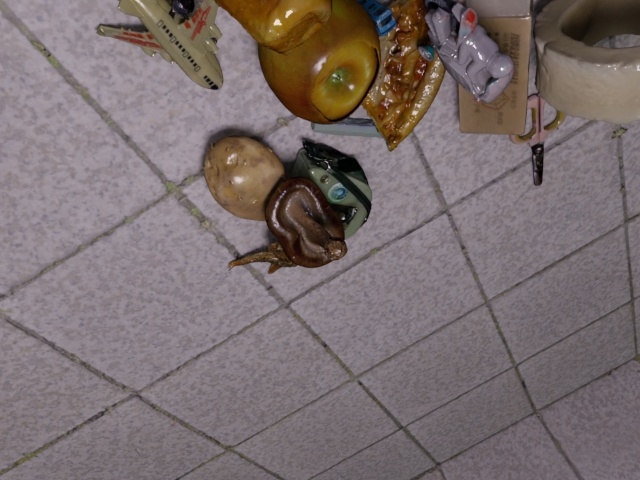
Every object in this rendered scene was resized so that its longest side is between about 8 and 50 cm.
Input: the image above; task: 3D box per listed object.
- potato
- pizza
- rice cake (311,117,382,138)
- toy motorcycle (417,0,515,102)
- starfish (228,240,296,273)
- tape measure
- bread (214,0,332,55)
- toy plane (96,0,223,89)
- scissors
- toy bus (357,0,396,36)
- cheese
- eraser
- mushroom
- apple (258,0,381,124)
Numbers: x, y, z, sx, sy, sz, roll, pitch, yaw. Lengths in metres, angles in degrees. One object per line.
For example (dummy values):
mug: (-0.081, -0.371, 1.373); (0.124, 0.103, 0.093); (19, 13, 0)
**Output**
potato: (-0.149, -0.115, 1.201); (0.161, 0.128, 0.234); (-17, 140, -6)
pizza: (0.168, -0.345, 1.144); (0.182, 0.074, 0.365); (-1, 124, -33)
rice cake: (0.067, -0.246, 1.243); (0.180, 0.030, 0.042); (-1, 135, -23)
toy motorcycle: (0.282, -0.339, 1.058); (0.110, 0.171, 0.260); (-48, 139, -1)
starfish: (-0.095, 0.033, 1.367); (0.138, 0.050, 0.247); (10, 156, -39)
tape measure: (0.028, -0.100, 1.304); (0.207, 0.115, 0.235); (4, 129, -24)
bread: (-0.114, -0.409, 0.829); (0.132, 0.167, 0.294); (-39, 91, 27)
toy plane: (-0.238, -0.340, 0.950); (0.242, 0.104, 0.256); (-4, 163, 29)
scissors: (0.548, -0.249, 1.458); (0.160, 0.024, 0.317); (-25, 136, -1)
toy bus: (0.098, -0.407, 1.051); (0.038, 0.083, 0.046); (-38, 145, -4)
cheese: (0.591, -0.392, 1.139); (0.332, 0.292, 0.153); (-49, 141, -18)
eraser: (0.352, -0.372, 1.179); (0.144, 0.078, 0.343); (6, 139, 20)
mushroom: (0.000, 0.000, 1.160); (0.148, 0.217, 0.227); (-43, 128, -2)
apple: (-0.001, -0.320, 1.019); (0.237, 0.207, 0.236); (-13, 135, -14)
